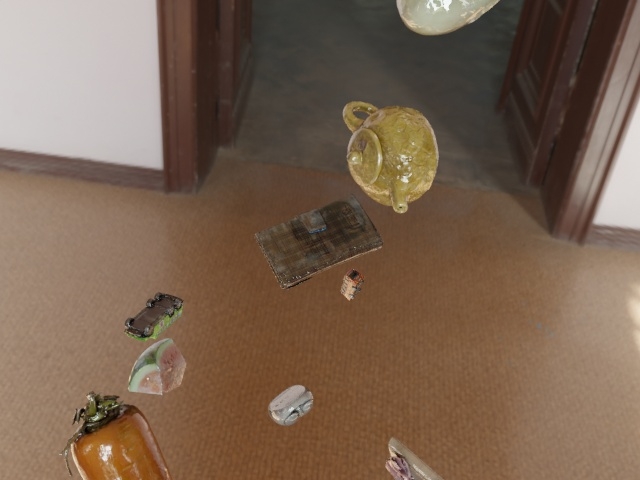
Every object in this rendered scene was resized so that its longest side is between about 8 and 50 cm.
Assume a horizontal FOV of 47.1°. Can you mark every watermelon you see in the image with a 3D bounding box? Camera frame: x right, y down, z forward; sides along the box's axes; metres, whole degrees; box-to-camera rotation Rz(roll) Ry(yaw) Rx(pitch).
[{"bbox_3d":[-0.239,0.191,1.057,0.072,0.092,0.084,53,32,5],"label":"watermelon"}]

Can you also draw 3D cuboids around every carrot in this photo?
[{"bbox_3d":[-0.504,0.510,1.787,0.214,0.331,0.193,-18,10,-4],"label":"carrot"}]

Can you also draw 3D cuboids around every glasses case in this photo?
[{"bbox_3d":[0.196,0.476,1.443,0.193,0.102,0.070,36,81,28],"label":"glasses case"}]

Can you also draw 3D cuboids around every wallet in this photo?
[{"bbox_3d":[0.000,0.000,1.386,0.230,0.042,0.124,-23,72,-25],"label":"wallet"}]

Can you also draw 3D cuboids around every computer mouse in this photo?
[{"bbox_3d":[-0.039,0.239,1.049,0.066,0.039,0.096,-36,6,-19],"label":"computer mouse"}]

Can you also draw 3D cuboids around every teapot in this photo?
[{"bbox_3d":[0.122,-0.181,1.506,0.166,0.203,0.311,-5,54,-29],"label":"teapot"}]

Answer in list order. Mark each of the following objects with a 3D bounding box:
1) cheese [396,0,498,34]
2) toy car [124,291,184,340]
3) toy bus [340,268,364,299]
[{"bbox_3d":[0.217,-0.535,1.217,0.351,0.129,0.328,-34,89,-12],"label":"cheese"},{"bbox_3d":[-0.393,0.187,1.739,0.071,0.063,0.165,15,33,19],"label":"toy car"},{"bbox_3d":[0.072,0.101,1.676,0.043,0.110,0.031,42,67,14],"label":"toy bus"}]
